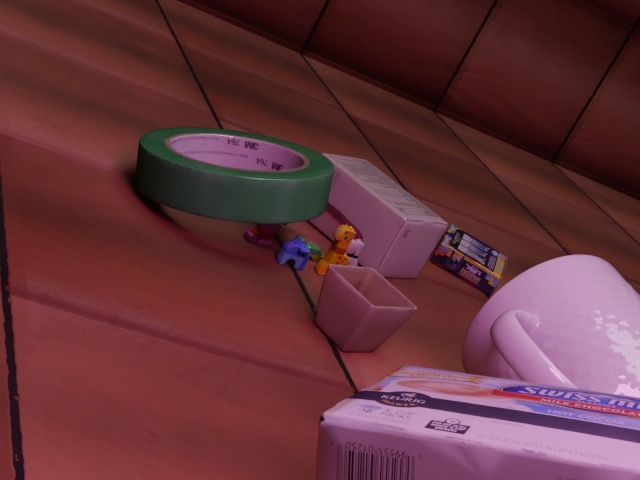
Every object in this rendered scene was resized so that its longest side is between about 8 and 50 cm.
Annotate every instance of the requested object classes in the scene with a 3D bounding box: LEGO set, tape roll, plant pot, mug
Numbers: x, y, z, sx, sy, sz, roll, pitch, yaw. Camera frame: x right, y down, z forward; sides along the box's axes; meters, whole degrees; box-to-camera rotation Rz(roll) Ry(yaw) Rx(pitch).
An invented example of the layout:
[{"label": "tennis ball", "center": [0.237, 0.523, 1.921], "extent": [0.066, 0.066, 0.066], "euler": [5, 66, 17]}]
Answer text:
[{"label": "LEGO set", "center": [0.000, 0.000, 1.913], "extent": [0.227, 0.093, 0.087], "euler": [16, 23, -34]}, {"label": "tape roll", "center": [-0.142, -0.111, 1.881], "extent": [0.321, 0.077, 0.321], "euler": [9, 18, -3]}, {"label": "plant pot", "center": [0.056, 0.107, 1.707], "extent": [0.109, 0.096, 0.109], "euler": [7, 28, -49]}, {"label": "mug", "center": [0.366, 0.209, 1.579], "extent": [0.374, 0.276, 0.328], "euler": [31, 20, -44]}]

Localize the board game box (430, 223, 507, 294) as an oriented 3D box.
[{"label": "board game box", "center": [0.305, 0.037, 2.330], "extent": [0.141, 0.048, 0.170], "euler": [32, 18, 5]}]

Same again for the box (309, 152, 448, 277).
[{"label": "box", "center": [0.091, -0.046, 2.113], "extent": [0.232, 0.126, 0.149], "euler": [41, 22, 32]}]

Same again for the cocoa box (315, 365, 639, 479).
[{"label": "cocoa box", "center": [0.193, 0.268, 1.078], "extent": [0.347, 0.231, 0.228], "euler": [6, 10, 24]}]
